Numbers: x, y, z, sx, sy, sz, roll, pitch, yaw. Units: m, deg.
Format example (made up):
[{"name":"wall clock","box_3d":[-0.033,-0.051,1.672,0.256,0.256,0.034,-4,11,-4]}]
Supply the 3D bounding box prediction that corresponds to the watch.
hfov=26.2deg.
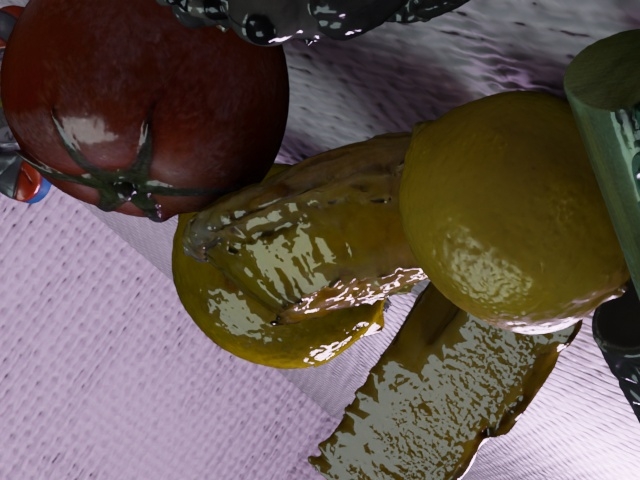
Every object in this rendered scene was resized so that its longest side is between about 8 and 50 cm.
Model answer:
[{"name":"watch","box_3d":[-0.320,-0.157,1.850,0.305,0.241,0.274,31,-175,9]}]

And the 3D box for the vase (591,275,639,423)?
[{"name":"vase","box_3d":[0.371,0.155,1.268,0.251,0.156,0.301,-1,139,46]}]

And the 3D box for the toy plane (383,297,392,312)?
[{"name":"toy plane","box_3d":[-0.007,0.009,1.864,0.262,0.088,0.192,35,170,4]}]

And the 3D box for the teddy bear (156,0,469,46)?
[{"name":"teddy bear","box_3d":[-0.033,-0.208,0.930,0.251,0.144,0.171,19,146,46]}]

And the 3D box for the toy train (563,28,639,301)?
[{"name":"toy train","box_3d":[0.261,-0.003,0.872,0.189,0.126,0.307,-110,-6,-61]}]

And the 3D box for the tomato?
[{"name":"tomato","box_3d":[-0.154,-0.148,1.253,0.265,0.265,0.265,34,169,8]}]

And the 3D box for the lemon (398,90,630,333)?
[{"name":"lemon","box_3d":[0.150,-0.026,1.042,0.203,0.178,0.178,40,170,9]}]

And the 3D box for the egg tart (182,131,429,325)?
[{"name":"egg tart","box_3d":[0.026,-0.002,1.252,0.315,0.315,0.120,100,155,-78]}]

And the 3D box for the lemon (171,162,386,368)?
[{"name":"lemon","box_3d":[-0.047,0.031,1.662,0.267,0.267,0.267,34,169,8]}]

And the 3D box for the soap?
[{"name":"soap","box_3d":[0.130,0.174,1.505,0.169,0.339,0.304,33,170,3]}]
